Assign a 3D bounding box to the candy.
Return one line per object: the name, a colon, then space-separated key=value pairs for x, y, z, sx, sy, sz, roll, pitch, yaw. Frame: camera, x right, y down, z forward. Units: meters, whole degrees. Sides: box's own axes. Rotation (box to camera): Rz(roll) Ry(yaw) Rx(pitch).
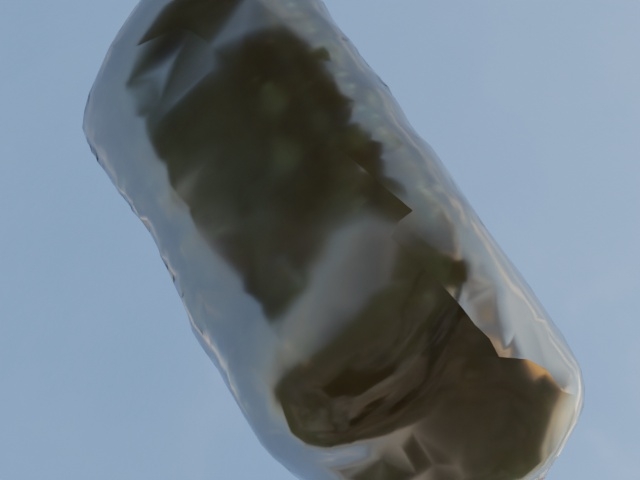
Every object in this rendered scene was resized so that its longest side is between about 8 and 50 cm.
candy: x=0.000 y=0.000 z=0.618 sx=0.102 sy=0.234 sz=0.104 roll=-36 pitch=-45 yaw=1
